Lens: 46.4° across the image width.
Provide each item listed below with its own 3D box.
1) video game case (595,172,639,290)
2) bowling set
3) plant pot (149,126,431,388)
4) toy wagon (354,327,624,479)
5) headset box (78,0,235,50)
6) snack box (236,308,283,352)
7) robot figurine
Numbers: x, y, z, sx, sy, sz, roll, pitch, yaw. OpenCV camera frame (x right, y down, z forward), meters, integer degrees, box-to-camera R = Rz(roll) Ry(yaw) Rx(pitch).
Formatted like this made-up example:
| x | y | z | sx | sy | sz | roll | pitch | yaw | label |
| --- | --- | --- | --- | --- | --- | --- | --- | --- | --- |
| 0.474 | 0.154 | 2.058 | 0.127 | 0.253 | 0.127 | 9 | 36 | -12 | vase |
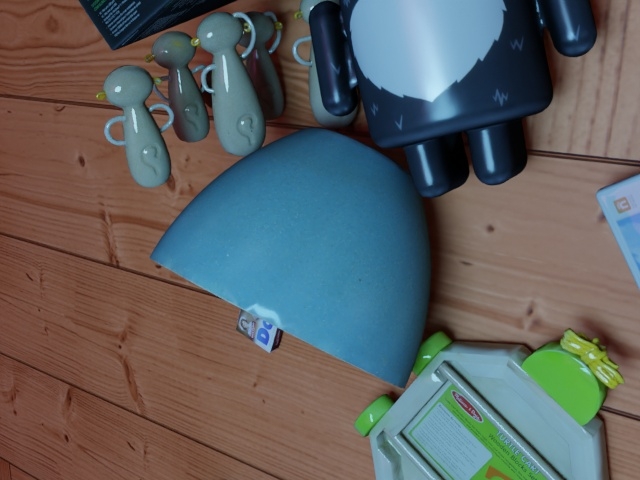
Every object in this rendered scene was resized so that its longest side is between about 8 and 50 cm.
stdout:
| x | y | z | sx | sy | sz | roll | pitch | yaw | label |
| --- | --- | --- | --- | --- | --- | --- | --- | --- | --- |
| 0.358 | 0.019 | 0.605 | 0.193 | 0.023 | 0.212 | -26 | 88 | 39 | video game case |
| -0.118 | -0.191 | 0.834 | 0.200 | 0.287 | 0.154 | 43 | 149 | 53 | bowling set |
| 0.000 | 0.000 | 0.776 | 0.290 | 0.290 | 0.195 | 25 | 84 | 30 | plant pot |
| 0.195 | 0.217 | 0.793 | 0.267 | 0.068 | 0.344 | 45 | 124 | 18 | toy wagon |
| -0.079 | -0.330 | 0.719 | 0.246 | 0.283 | 0.131 | -23 | 104 | 40 | headset box |
| -0.063 | 0.056 | 0.970 | 0.064 | 0.022 | 0.178 | 29 | 118 | 26 | snack box |
| 0.110 | -0.183 | 0.674 | 0.173 | 0.209 | 0.278 | -166 | 62 | -77 | robot figurine |
